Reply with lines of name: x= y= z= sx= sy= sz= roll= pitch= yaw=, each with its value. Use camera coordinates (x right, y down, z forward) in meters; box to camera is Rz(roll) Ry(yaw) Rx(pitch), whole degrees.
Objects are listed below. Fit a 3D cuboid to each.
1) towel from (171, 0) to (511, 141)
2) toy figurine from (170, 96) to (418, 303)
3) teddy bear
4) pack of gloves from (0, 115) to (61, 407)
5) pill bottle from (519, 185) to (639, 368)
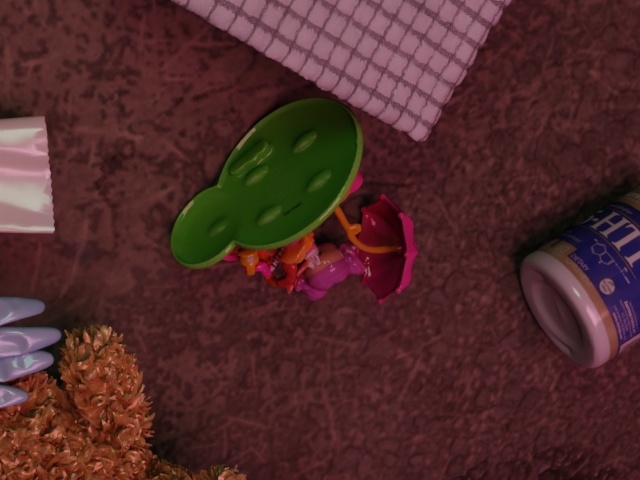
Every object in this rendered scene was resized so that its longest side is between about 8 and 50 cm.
towel: x=0.018 y=-0.228 z=1.063 sx=0.284 sy=0.121 sz=0.235 roll=24 pitch=100 yaw=-44
toy figurine: x=0.000 y=0.000 z=1.193 sx=0.173 sy=0.130 sz=0.159 roll=-35 pitch=134 yaw=14
teddy bear: x=-0.205 y=0.168 z=1.100 sx=0.245 sy=0.113 sz=0.338 roll=-39 pitch=105 yaw=-12
pack of gloves: x=-0.287 y=0.021 z=1.019 sx=0.232 sy=0.046 sz=0.195 roll=-5 pitch=87 yaw=-11
pill bottle: x=0.274 y=0.016 z=1.328 sx=0.187 sy=0.112 sz=0.112 roll=-31 pitch=120 yaw=-14
